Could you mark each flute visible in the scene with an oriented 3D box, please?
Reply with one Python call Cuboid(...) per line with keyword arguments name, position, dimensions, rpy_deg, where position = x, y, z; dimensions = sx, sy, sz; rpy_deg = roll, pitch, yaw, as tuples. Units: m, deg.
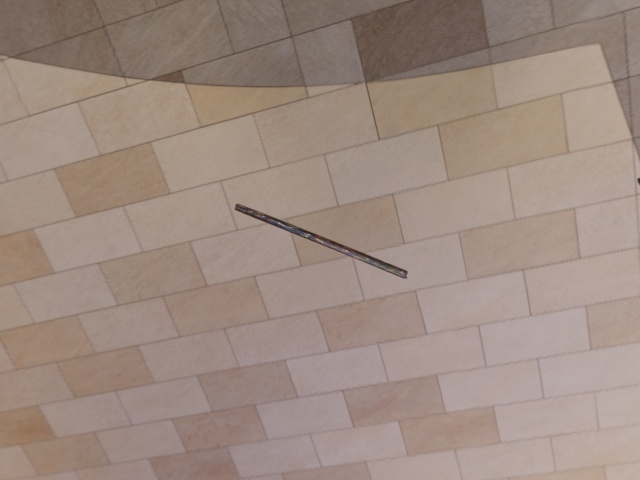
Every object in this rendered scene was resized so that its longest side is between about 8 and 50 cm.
Cuboid(name="flute", position=(0.000, 0.000, 0.754), dimensions=(0.269, 0.014, 0.014), rpy_deg=(22, 113, 4))

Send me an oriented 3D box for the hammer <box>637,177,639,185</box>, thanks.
Cuboid(name="hammer", position=(0.582, -0.133, 0.928), dimensions=(0.013, 0.062, 0.199), rpy_deg=(-22, 146, 18))
